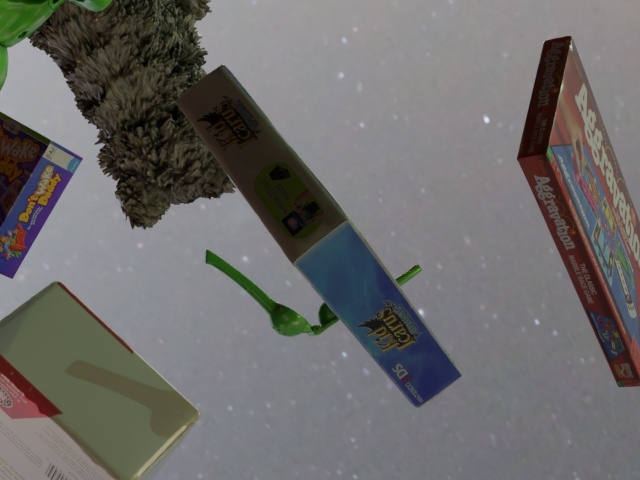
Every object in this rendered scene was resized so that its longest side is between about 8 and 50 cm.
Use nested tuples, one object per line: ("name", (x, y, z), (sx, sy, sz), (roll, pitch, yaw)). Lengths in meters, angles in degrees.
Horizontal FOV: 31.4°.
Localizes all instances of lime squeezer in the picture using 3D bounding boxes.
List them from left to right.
("lime squeezer", (-0.008, 0.080, 1.562), (0.311, 0.059, 0.109), (4, -115, -17))

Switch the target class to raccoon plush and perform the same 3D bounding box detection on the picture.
("raccoon plush", (-0.252, -0.191, 1.310), (0.216, 0.446, 0.299), (-24, -107, 18))

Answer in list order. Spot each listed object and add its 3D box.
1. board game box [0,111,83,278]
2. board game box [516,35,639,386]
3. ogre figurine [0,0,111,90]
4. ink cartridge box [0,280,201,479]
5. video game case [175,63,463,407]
("board game box", (-0.588, -0.111, 1.954), (0.347, 0.078, 0.233), (27, -94, 38))
("board game box", (0.233, -0.018, 0.963), (0.027, 0.281, 0.145), (-8, -137, 28))
("ogre figurine", (-0.118, -0.107, 0.329), (0.097, 0.118, 0.197), (1, -119, 55))
("ink cartridge box", (-0.371, 0.280, 1.620), (0.160, 0.279, 0.384), (-45, 174, -41))
("video game case", (0.000, 0.000, 1.028), (0.061, 0.269, 0.244), (-37, -132, 1))
